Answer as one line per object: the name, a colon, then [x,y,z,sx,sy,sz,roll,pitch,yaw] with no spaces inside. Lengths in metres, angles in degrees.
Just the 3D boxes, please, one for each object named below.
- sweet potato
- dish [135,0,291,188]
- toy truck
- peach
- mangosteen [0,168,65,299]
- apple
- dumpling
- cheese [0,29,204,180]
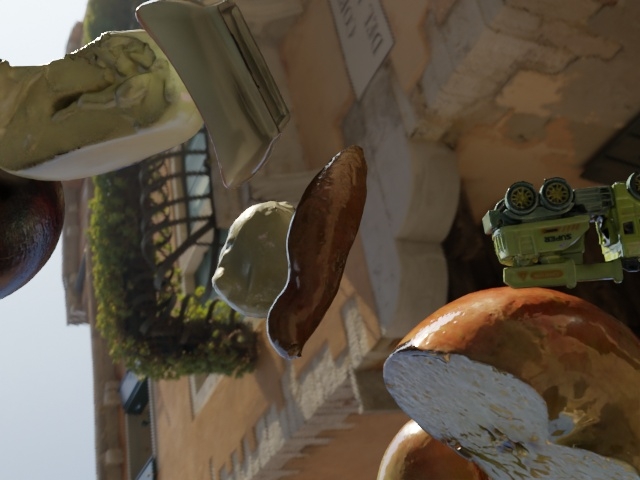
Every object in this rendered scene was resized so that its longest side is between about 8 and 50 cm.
sweet potato: [-0.001,0.000,0.616,0.058,0.055,0.202,32,-118,-24]
dish: [-0.100,-0.178,0.865,0.212,0.077,0.151,63,-164,-15]
toy truck: [0.243,-0.005,0.744,0.169,0.077,0.100,-6,-100,0]
peach: [0.214,0.359,1.099,0.292,0.292,0.247,36,-173,0]
mangosteen: [-0.514,-0.073,1.102,0.306,0.359,0.306,13,-146,-9]
apple: [0.230,0.150,0.817,0.293,0.251,0.163,41,-116,-4]
dumpling: [-0.063,0.025,0.928,0.118,0.136,0.199,54,-164,-32]
cheese: [-0.264,-0.158,0.933,0.233,0.266,0.127,-6,-102,-81]
